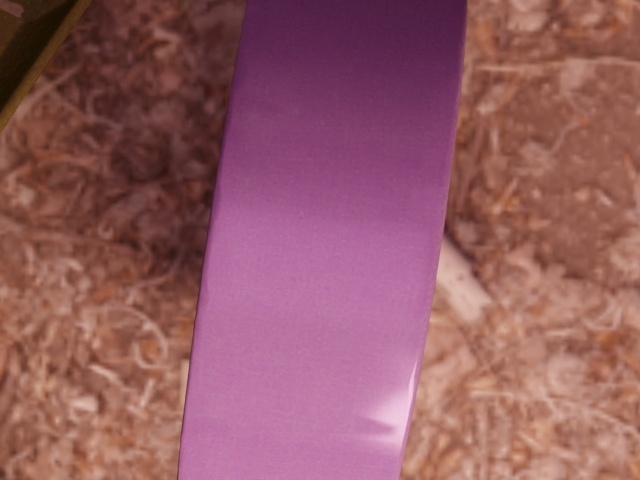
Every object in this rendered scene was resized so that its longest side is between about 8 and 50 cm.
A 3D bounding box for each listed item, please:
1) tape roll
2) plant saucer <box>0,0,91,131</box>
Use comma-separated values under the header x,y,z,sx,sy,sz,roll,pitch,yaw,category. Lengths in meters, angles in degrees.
x,y,z,sx,sy,sz,roll,pitch,yaw,category
0.000,0.000,0.730,0.090,0.275,0.275,9,100,-1,tape roll
-0.235,-0.102,0.794,0.188,0.045,0.188,30,57,-5,plant saucer
